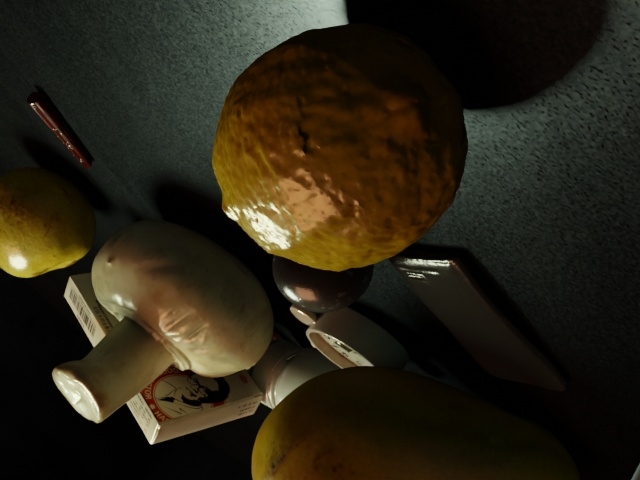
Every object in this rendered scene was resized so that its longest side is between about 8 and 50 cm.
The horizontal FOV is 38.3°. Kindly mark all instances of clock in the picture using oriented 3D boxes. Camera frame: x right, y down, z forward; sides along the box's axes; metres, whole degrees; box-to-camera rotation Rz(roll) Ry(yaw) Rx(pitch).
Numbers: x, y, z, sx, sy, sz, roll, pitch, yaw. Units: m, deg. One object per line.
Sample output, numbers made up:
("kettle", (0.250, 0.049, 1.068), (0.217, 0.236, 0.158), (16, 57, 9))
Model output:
("clock", (0.056, 0.154, 1.371), (0.229, 0.063, 0.155), (37, 163, -2))

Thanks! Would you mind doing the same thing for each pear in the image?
("pear", (-0.523, -0.039, 1.707), (0.208, 0.209, 0.209), (32, 160, 13))

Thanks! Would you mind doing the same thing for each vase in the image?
("vase", (0.000, 0.000, 1.056), (0.120, 0.120, 0.183), (26, 144, 26))

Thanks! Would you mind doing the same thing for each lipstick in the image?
("lipstick", (-0.409, -0.170, 1.465), (0.027, 0.027, 0.176), (24, 158, 30))

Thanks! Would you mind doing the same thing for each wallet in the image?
("wallet", (0.183, 0.094, 1.074), (0.244, 0.025, 0.124), (47, 157, -27))

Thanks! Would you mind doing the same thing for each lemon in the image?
("lemon", (0.014, -0.072, 0.733), (0.192, 0.192, 0.231), (42, 149, -16))

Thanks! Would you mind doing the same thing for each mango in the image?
("mango", (0.128, 0.326, 1.259), (0.445, 0.300, 0.232), (6, -171, -6))

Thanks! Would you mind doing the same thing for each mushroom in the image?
("mushroom", (-0.244, 0.096, 1.456), (0.356, 0.315, 0.315), (-2, -167, -45))

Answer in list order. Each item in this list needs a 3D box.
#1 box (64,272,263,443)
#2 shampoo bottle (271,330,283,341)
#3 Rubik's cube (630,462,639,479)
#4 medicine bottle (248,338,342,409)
("box", (-0.282, 0.185, 1.632), (0.353, 0.214, 0.069), (52, 132, 30))
("shampoo bottle", (-0.153, 0.209, 1.816), (0.085, 0.085, 0.244), (43, 161, -17))
("Rubik's cube", (0.440, 0.358, 0.803), (0.318, 0.322, 0.316), (12, 150, 48))
("medicine bottle", (0.003, 0.267, 1.591), (0.258, 0.143, 0.143), (18, 154, 39))
